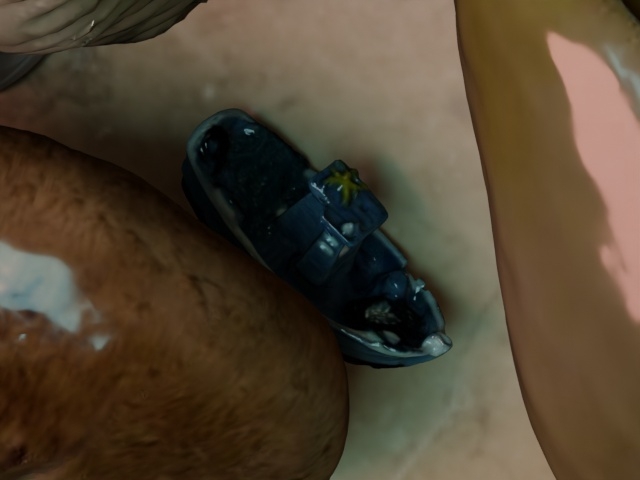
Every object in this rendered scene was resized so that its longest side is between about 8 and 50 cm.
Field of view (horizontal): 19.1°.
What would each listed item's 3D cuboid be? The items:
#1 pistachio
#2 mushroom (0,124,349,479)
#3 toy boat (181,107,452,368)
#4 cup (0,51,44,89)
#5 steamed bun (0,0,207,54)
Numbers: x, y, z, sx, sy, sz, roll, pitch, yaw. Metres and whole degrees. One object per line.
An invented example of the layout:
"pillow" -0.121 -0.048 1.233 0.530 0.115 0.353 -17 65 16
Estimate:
"pistachio" 0.137 -0.009 0.684 0.166 0.197 0.288 -14 89 -19
"mushroom" -0.127 0.055 0.780 0.278 0.146 0.278 10 142 8
"toy boat" 0.000 0.000 0.783 0.137 0.060 0.061 50 138 5
"cup" -0.227 -0.140 0.751 0.221 0.202 0.167 47 113 4
"steamed bun" -0.061 -0.222 0.599 0.219 0.324 0.310 45 107 4
